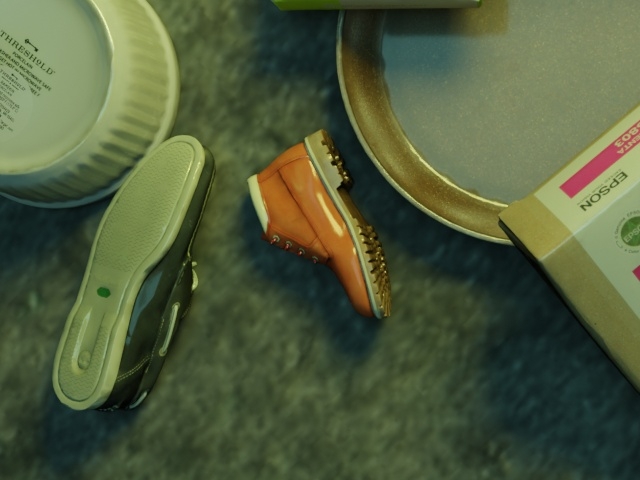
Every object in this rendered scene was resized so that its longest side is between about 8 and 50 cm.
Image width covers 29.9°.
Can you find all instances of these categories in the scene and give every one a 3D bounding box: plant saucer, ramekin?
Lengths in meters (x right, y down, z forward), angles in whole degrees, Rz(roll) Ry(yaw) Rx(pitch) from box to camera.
[{"bbox_3d":[0.168,-0.149,0.928,0.311,0.050,0.310,0,89,8],"label":"plant saucer"},{"bbox_3d":[-0.225,-0.129,0.957,0.207,0.109,0.207,0,90,8],"label":"ramekin"}]

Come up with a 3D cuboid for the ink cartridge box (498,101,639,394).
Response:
[{"bbox_3d":[0.279,-0.011,0.853,0.235,0.088,0.193,-40,114,7],"label":"ink cartridge box"}]

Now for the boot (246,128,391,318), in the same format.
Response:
[{"bbox_3d":[0.000,0.000,0.951,0.085,0.059,0.157,-27,77,10],"label":"boot"}]

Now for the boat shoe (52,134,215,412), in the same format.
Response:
[{"bbox_3d":[-0.139,0.028,0.965,0.084,0.079,0.233,23,92,41],"label":"boat shoe"}]

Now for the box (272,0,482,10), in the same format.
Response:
[{"bbox_3d":[0.054,-0.231,0.902,0.178,0.042,0.109,1,90,9],"label":"box"}]
